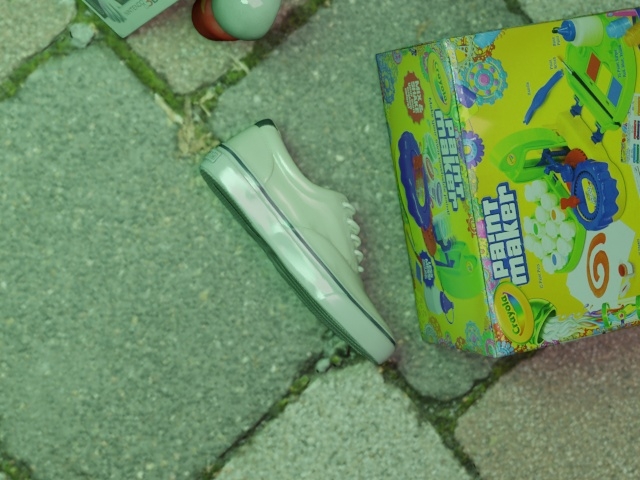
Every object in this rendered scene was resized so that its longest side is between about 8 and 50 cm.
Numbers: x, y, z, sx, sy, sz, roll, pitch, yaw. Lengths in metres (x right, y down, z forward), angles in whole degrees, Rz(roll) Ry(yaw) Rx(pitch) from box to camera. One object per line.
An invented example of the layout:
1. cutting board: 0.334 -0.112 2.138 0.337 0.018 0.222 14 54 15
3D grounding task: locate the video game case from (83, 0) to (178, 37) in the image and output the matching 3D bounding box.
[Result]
1. video game case: -0.205 -0.262 1.387 0.190 0.173 0.022 43 66 -15

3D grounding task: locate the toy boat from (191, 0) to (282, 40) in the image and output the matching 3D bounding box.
1. toy boat: -0.116 -0.326 1.429 0.267 0.148 0.318 -23 98 -18

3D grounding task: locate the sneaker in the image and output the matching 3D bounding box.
1. sneaker: 0.000 0.000 1.507 0.091 0.094 0.258 -40 103 -9

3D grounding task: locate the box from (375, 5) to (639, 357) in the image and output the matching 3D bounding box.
1. box: 0.230 -0.064 1.542 0.279 0.177 0.290 -11 96 -19
